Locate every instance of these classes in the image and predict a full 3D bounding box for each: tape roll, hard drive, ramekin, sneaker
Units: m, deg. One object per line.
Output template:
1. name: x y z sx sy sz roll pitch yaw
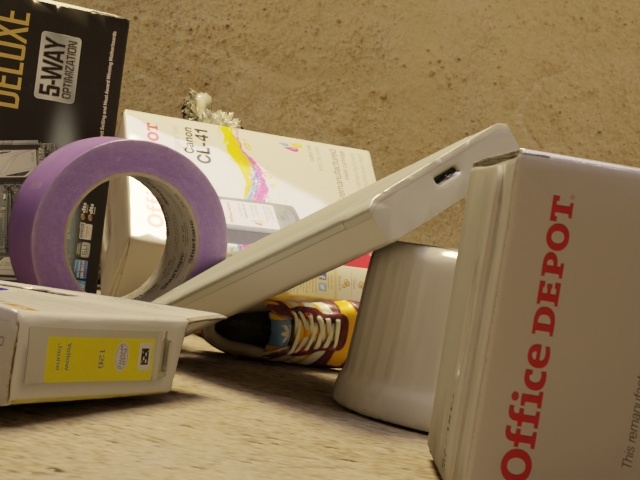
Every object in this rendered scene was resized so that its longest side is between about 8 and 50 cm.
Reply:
1. tape roll: -0.187 -0.001 1.395 0.189 0.189 0.080 8 2 -28
2. hard drive: 0.000 0.000 1.271 0.307 0.040 0.203 -25 4 44
3. ramekin: 0.155 0.082 1.203 0.277 0.135 0.277 9 1 0
4. sneaker: -0.020 0.088 1.413 0.185 0.070 0.084 0 1 -1

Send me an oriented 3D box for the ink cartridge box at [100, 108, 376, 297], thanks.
1. ink cartridge box: -0.087 -0.013 1.718 0.306 0.131 0.226 9 42 -18

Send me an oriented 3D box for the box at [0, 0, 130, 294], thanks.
1. box: -0.323 -0.083 1.439 0.242 0.307 0.076 9 -3 -31

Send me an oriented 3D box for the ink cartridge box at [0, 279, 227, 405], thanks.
1. ink cartridge box: -0.262 0.057 1.044 0.303 0.072 0.307 7 -4 20

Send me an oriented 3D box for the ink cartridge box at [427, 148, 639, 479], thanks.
1. ink cartridge box: 0.215 0.065 0.885 0.270 0.198 0.197 9 2 -2

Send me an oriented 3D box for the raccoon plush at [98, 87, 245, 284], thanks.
1. raccoon plush: -0.236 -0.095 2.163 0.446 0.216 0.299 7 32 -42

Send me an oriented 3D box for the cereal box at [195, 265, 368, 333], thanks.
1. cereal box: 0.010 0.071 1.566 0.240 0.047 0.173 8 -21 -22
